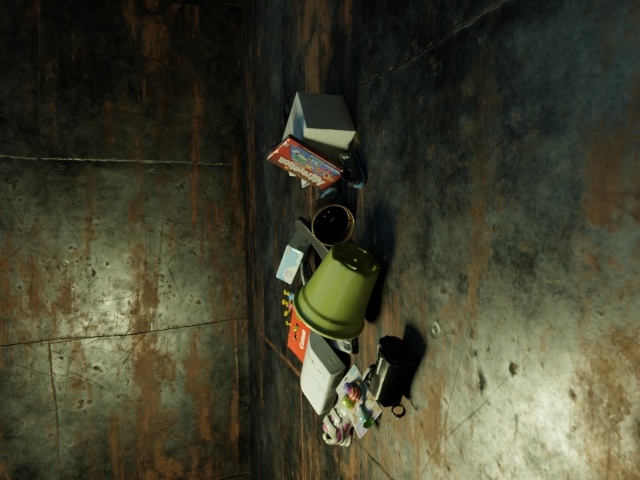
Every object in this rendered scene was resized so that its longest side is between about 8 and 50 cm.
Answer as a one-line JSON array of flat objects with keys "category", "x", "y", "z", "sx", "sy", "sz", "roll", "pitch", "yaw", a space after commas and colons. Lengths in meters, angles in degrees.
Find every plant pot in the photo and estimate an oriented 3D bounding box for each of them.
[{"category": "plant pot", "x": 0.033, "y": -0.086, "z": 1.702, "sx": 0.165, "sy": 0.166, "sz": 0.167, "roll": -118, "pitch": 32, "yaw": -65}, {"category": "plant pot", "x": 0.076, "y": 0.155, "z": 1.503, "sx": 0.254, "sy": 0.276, "sz": 0.276, "roll": -65, "pitch": 31, "yaw": 28}]

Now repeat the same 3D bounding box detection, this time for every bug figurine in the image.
[{"category": "bug figurine", "x": -0.141, "y": 0.400, "z": 2.310, "sx": 0.216, "sy": 0.072, "sz": 0.279, "roll": 133, "pitch": 127, "yaw": -70}]

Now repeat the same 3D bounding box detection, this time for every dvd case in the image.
[{"category": "dvd case", "x": 0.085, "y": 0.355, "z": 1.770, "sx": 0.238, "sy": 0.029, "sz": 0.180, "roll": 168, "pitch": 99, "yaw": -70}]

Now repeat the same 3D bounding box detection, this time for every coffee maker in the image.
[{"category": "coffee maker", "x": 0.225, "y": 0.407, "z": 1.320, "sx": 0.171, "sy": 0.120, "sz": 0.178, "roll": 37, "pitch": 131, "yaw": 35}]

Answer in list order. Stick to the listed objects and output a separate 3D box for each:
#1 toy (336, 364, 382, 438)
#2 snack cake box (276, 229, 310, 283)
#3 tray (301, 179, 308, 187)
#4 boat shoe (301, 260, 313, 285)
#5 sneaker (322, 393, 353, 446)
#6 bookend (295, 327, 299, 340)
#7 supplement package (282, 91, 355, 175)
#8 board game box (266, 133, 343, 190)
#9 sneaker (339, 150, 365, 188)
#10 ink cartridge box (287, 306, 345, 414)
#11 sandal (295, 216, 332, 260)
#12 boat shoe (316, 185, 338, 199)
[{"category": "toy", "x": 0.122, "y": 0.582, "z": 1.598, "sx": 0.137, "sy": 0.056, "sz": 0.237, "roll": -56, "pitch": 35, "yaw": 13}, {"category": "snack cake box", "x": -0.118, "y": 0.072, "z": 2.091, "sx": 0.152, "sy": 0.089, "sz": 0.264, "roll": -60, "pitch": -4, "yaw": -41}, {"category": "tray", "x": -0.036, "y": -0.340, "z": 2.016, "sx": 0.270, "sy": 0.030, "sz": 0.145, "roll": 166, "pitch": 100, "yaw": -69}, {"category": "boat shoe", "x": -0.024, "y": 0.227, "z": 1.967, "sx": 0.114, "sy": 0.091, "sz": 0.303, "roll": 57, "pitch": -160, "yaw": -68}, {"category": "sneaker", "x": 0.070, "y": 0.722, "z": 1.729, "sx": 0.103, "sy": 0.111, "sz": 0.253, "roll": -137, "pitch": 49, "yaw": -62}, {"category": "bookend", "x": -0.071, "y": 0.490, "z": 2.131, "sx": 0.157, "sy": 0.072, "sz": 0.156, "roll": 170, "pitch": 97, "yaw": -69}, {"category": "supplement package", "x": -0.016, "y": -0.411, "z": 1.716, "sx": 0.263, "sy": 0.199, "sz": 0.198, "roll": 118, "pitch": 145, "yaw": -53}, {"category": "board game box", "x": -0.050, "y": -0.292, "z": 1.663, "sx": 0.145, "sy": 0.281, "sz": 0.027, "roll": -32, "pitch": 45, "yaw": 40}, {"category": "sneaker", "x": 0.105, "y": -0.265, "z": 1.585, "sx": 0.067, "sy": 0.078, "sz": 0.188, "roll": 111, "pitch": 150, "yaw": -46}, {"category": "ink cartridge box", "x": -0.059, "y": 0.520, "z": 1.913, "sx": 0.385, "sy": 0.091, "sz": 0.308, "roll": 44, "pitch": 140, "yaw": 35}, {"category": "sandal", "x": 0.000, "y": -0.001, "z": 1.781, "sx": 0.255, "sy": 0.054, "sz": 0.097, "roll": 52, "pitch": 155, "yaw": -8}, {"category": "boat shoe", "x": 0.021, "y": -0.206, "z": 1.829, "sx": 0.183, "sy": 0.065, "sz": 0.083, "roll": 138, "pitch": 125, "yaw": -65}]
